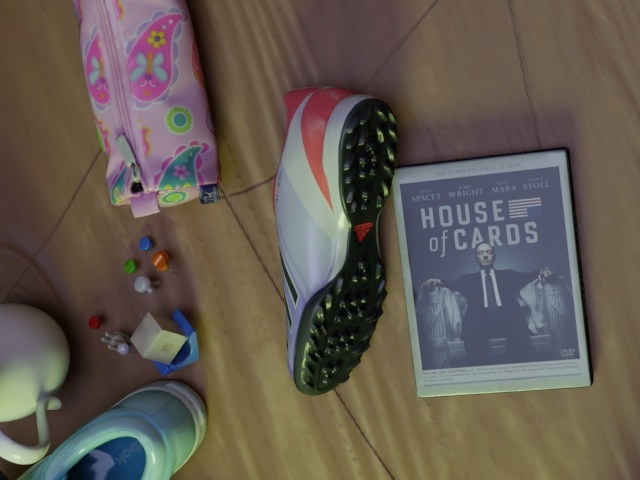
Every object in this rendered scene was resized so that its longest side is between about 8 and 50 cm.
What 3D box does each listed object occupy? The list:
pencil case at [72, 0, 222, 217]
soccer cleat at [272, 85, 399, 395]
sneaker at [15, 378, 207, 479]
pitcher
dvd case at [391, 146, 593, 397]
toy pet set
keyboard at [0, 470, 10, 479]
[{"bbox_3d":[-0.183,-0.169,1.302,0.124,0.124,0.284,-10,94,16],"label":"pencil case"},{"bbox_3d":[0.000,0.000,1.297,0.116,0.109,0.318,22,113,41],"label":"soccer cleat"},{"bbox_3d":[-0.282,0.291,1.374,0.135,0.150,0.366,43,106,7],"label":"sneaker"},{"bbox_3d":[-0.329,0.153,1.338,0.178,0.207,0.125,41,105,6],"label":"pitcher"},{"bbox_3d":[0.172,0.035,1.279,0.179,0.029,0.238,-6,96,15],"label":"dvd case"},{"bbox_3d":[-0.175,0.081,1.376,0.122,0.065,0.114,-55,47,12],"label":"toy pet set"},{"bbox_3d":[-0.359,0.413,1.364,0.201,0.033,0.317,35,116,54],"label":"keyboard"}]
